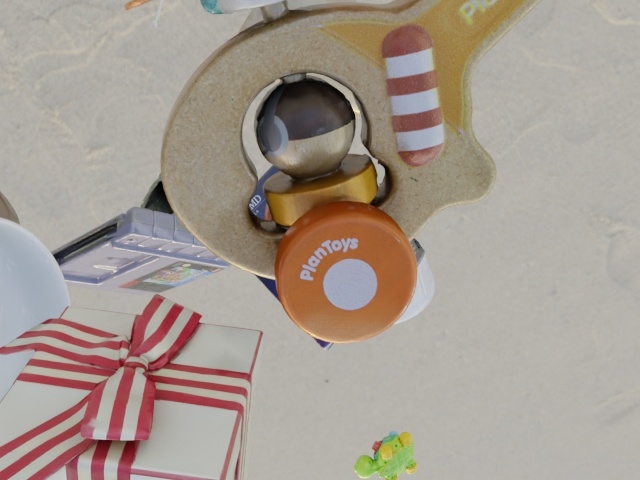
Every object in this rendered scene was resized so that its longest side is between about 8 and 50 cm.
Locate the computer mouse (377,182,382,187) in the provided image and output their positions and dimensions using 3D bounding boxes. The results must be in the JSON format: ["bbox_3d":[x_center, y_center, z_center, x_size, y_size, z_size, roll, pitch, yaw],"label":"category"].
[{"bbox_3d":[0.136,-0.085,1.460,0.193,0.106,0.042,-3,121,-41],"label":"computer mouse"}]

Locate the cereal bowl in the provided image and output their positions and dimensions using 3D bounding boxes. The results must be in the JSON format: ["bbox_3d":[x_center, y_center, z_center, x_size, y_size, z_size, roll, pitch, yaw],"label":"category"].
[{"bbox_3d":[-0.497,0.131,0.957,0.141,0.339,0.339,0,136,23],"label":"cereal bowl"}]

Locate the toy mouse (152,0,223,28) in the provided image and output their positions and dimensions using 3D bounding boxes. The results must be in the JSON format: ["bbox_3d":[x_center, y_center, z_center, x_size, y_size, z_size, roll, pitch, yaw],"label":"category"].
[{"bbox_3d":[-0.099,-0.236,0.579,0.143,0.161,0.031,-11,158,-48],"label":"toy mouse"}]

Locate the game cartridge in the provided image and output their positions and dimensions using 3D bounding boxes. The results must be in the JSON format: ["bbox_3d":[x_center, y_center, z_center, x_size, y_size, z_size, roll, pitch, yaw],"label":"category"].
[{"bbox_3d":[-0.318,0.034,1.274,0.230,0.068,0.355,18,154,-39],"label":"game cartridge"}]

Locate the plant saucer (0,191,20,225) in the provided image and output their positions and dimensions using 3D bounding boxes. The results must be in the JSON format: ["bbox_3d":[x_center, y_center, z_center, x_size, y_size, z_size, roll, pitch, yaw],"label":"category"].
[{"bbox_3d":[-0.603,-0.089,1.193,0.041,0.278,0.278,-44,127,-1],"label":"plant saucer"}]

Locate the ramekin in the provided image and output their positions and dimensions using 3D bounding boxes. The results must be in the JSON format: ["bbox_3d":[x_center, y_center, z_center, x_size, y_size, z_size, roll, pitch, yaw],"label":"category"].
[{"bbox_3d":[0.148,0.079,1.812,0.273,0.273,0.127,-10,124,2],"label":"ramekin"}]

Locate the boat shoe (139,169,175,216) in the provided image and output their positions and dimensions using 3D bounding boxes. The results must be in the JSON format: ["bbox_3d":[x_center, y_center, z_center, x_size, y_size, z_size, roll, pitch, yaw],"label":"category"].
[{"bbox_3d":[-0.400,-0.121,1.910,0.109,0.305,0.091,39,145,-16],"label":"boat shoe"}]

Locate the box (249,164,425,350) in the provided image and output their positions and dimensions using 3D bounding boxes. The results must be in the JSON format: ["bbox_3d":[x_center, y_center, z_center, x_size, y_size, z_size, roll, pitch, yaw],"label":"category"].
[{"bbox_3d":[0.000,0.000,0.888,0.207,0.108,0.153,46,112,2],"label":"box"}]

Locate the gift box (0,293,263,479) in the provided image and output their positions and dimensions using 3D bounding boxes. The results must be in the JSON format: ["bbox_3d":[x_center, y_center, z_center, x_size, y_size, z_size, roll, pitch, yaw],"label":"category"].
[{"bbox_3d":[-0.208,0.219,0.734,0.276,0.255,0.258,6,118,-4],"label":"gift box"}]

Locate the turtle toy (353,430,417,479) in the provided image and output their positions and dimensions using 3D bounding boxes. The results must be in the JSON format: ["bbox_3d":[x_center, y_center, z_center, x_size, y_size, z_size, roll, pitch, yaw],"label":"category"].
[{"bbox_3d":[0.126,0.418,1.388,0.130,0.066,0.095,-24,117,-26],"label":"turtle toy"}]

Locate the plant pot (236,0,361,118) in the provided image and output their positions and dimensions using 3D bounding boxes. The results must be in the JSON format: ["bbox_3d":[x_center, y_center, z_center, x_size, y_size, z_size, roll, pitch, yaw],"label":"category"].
[{"bbox_3d":[0.012,-0.375,1.420,0.274,0.256,0.256,39,121,-2],"label":"plant pot"}]

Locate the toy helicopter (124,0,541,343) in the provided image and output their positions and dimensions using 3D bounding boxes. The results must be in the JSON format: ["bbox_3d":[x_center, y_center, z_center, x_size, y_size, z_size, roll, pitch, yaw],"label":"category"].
[{"bbox_3d":[0.046,-0.127,0.436,0.355,0.140,0.235,-41,108,7],"label":"toy helicopter"}]
